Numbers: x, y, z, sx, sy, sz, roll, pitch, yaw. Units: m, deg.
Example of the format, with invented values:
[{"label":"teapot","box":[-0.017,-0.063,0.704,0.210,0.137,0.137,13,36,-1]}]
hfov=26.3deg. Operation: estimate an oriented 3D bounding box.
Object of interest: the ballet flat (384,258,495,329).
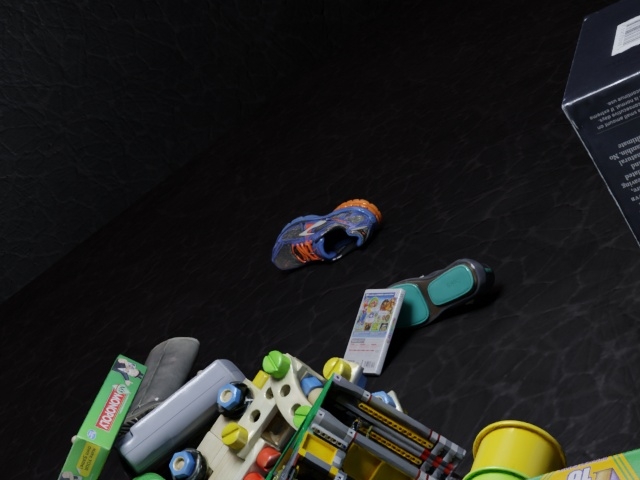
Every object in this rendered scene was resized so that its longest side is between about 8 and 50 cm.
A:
[{"label":"ballet flat","box":[0.159,0.074,1.880,0.203,0.074,0.074,-26,17,43]}]

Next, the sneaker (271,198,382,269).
[{"label":"sneaker","box":[0.000,0.000,2.357,0.221,0.083,0.087,-27,25,33]}]

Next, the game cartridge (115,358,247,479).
[{"label":"game cartridge","box":[-0.179,0.247,1.830,0.196,0.060,0.294,-42,-9,-15]}]

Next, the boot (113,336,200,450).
[{"label":"boot","box":[-0.224,0.227,2.104,0.189,0.076,0.208,-13,23,28]}]

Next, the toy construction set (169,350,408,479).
[{"label":"toy construction set","box":[-0.068,0.267,1.634,0.328,0.151,0.215,-45,44,-13]}]

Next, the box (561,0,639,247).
[{"label":"box","box":[0.419,-0.113,1.500,0.182,0.294,0.296,-23,20,26]}]

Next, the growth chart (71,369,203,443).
[{"label":"growth chart","box":[-0.300,0.279,2.222,0.237,0.021,0.172,-13,27,51]}]

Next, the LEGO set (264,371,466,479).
[{"label":"LEGO set","box":[0.026,0.303,1.357,0.255,0.192,0.331,-59,0,16]}]

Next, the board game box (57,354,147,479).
[{"label":"board game box","box":[-0.319,0.329,1.767,0.213,0.046,0.317,-77,12,-66]}]

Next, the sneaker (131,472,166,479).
[{"label":"sneaker","box":[-0.225,0.387,1.587,0.123,0.109,0.295,-48,12,42]}]

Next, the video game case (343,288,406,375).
[{"label":"video game case","box":[0.071,0.124,1.874,0.087,0.011,0.122,-5,63,58]}]

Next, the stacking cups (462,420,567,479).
[{"label":"stacking cups","box":[0.143,0.291,1.220,0.096,0.096,0.316,-22,20,33]}]

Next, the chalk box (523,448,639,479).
[{"label":"chalk box","box":[0.212,0.283,1.047,0.132,0.132,0.213,-22,18,32]}]
